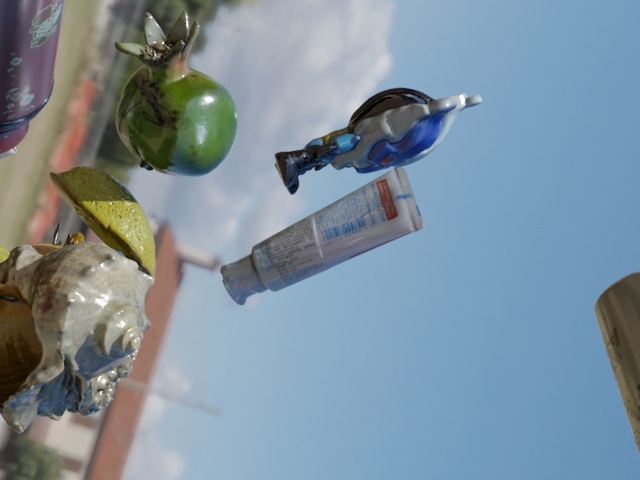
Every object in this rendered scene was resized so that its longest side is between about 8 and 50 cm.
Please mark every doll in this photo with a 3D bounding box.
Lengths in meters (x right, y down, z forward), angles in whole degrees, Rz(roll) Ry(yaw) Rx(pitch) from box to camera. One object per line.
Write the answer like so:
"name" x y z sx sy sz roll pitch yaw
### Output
"doll" 0.053 -0.095 1.310 0.096 0.195 0.070 132 -63 -85

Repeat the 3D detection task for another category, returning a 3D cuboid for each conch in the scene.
"conch" -0.252 0.080 1.339 0.178 0.245 0.163 -40 132 -31

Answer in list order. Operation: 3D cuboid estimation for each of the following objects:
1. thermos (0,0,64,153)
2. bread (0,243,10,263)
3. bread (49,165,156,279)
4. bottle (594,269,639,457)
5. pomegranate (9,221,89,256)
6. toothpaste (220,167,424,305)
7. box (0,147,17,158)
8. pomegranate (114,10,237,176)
"thermos" -0.274 -0.167 1.222 0.330 0.109 0.136 115 -18 -57
"bread" -0.343 0.089 1.616 0.361 0.077 0.138 75 -5 -73
"bread" -0.246 -0.019 1.787 0.065 0.187 0.149 -42 153 -13
"bottle" 0.312 0.141 1.234 0.110 0.110 0.233 121 -36 -52
"pomegranate" -0.351 0.096 1.911 0.235 0.210 0.210 -61 -176 -25
"toothpaste" 0.000 0.000 1.625 0.234 0.057 0.089 -27 -126 16
"box" -0.485 -0.155 1.629 0.106 0.251 0.203 70 -1 -61
"pomegranate" -0.175 -0.169 1.736 0.131 0.152 0.191 -38 142 -37
